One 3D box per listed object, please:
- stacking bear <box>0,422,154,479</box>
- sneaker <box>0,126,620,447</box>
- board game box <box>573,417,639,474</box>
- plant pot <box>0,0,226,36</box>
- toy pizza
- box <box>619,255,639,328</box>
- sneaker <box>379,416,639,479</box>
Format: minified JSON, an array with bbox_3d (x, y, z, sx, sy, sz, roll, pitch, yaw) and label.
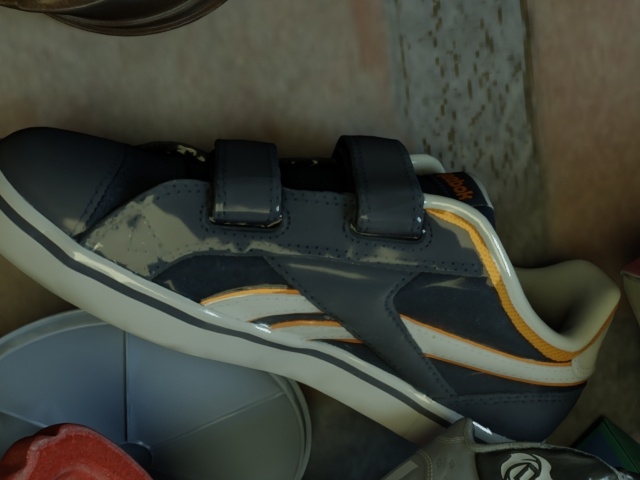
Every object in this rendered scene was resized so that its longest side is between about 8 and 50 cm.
[{"bbox_3d":[-0.213,0.198,0.489,0.289,0.175,0.164,-8,140,31],"label":"stacking bear"},{"bbox_3d":[0.000,0.000,0.485,0.321,0.126,0.127,25,110,-19],"label":"sneaker"},{"bbox_3d":[0.123,0.218,0.528,0.047,0.160,0.210,36,103,-17],"label":"board game box"},{"bbox_3d":[-0.098,-0.163,0.414,0.166,0.165,0.167,0,106,-1],"label":"plant pot"},{"bbox_3d":[-0.105,0.109,0.545,0.201,0.032,0.201,-4,125,-6],"label":"toy pizza"},{"bbox_3d":[0.289,0.035,0.468,0.232,0.127,0.149,-28,107,-8],"label":"box"},{"bbox_3d":[0.118,0.166,0.420,0.132,0.086,0.229,-39,72,-17],"label":"sneaker"}]
